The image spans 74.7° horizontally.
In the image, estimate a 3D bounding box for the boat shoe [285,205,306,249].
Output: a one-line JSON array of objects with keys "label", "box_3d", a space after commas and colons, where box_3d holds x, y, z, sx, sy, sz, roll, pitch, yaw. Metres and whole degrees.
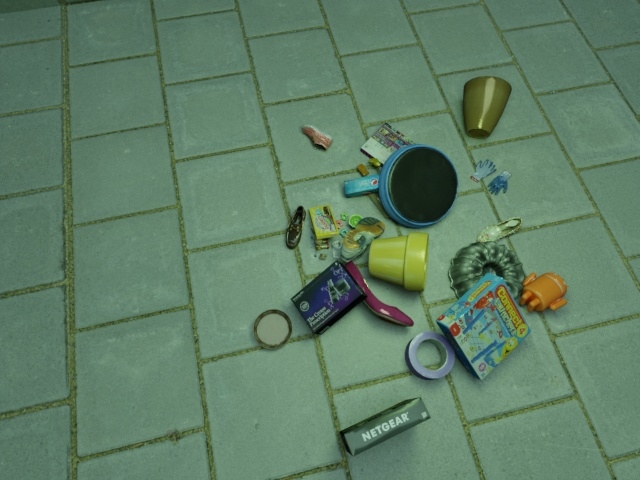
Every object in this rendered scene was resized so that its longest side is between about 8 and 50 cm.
[{"label": "boat shoe", "box_3d": [-0.117, -0.064, 1.946, 0.073, 0.073, 0.207, 11, 69, 2]}]

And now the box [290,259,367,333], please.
[{"label": "box", "box_3d": [0.035, 0.238, 1.755, 0.261, 0.103, 0.184, -41, 65, 7]}]

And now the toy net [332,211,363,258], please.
[{"label": "toy net", "box_3d": [0.104, -0.029, 1.951, 0.121, 0.045, 0.232, 26, 69, 8]}]

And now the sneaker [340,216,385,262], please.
[{"label": "sneaker", "box_3d": [0.182, -0.006, 1.903, 0.111, 0.131, 0.296, 39, 43, 21]}]

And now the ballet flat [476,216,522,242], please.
[{"label": "ballet flat", "box_3d": [0.844, -0.053, 1.968, 0.240, 0.077, 0.091, -26, 71, -11]}]

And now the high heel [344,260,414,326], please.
[{"label": "high heel", "box_3d": [0.246, 0.227, 1.802, 0.376, 0.127, 0.182, 25, 76, 10]}]

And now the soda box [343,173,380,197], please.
[{"label": "soda box", "box_3d": [0.221, -0.263, 2.012, 0.209, 0.067, 0.071, -10, 75, 10]}]

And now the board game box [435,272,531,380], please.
[{"label": "board game box", "box_3d": [0.661, 0.346, 1.690, 0.301, 0.086, 0.308, -39, 110, -10]}]

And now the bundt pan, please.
[{"label": "bundt pan", "box_3d": [0.744, 0.148, 1.841, 0.329, 0.124, 0.332, 1, 73, -3]}]

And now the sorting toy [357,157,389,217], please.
[{"label": "sorting toy", "box_3d": [0.328, -0.284, 2.055, 0.229, 0.041, 0.307, -35, 72, 0]}]

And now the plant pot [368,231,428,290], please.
[{"label": "plant pot", "box_3d": [0.339, 0.083, 1.818, 0.238, 0.254, 0.254, 5, 66, 17]}]

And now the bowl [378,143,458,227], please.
[{"label": "bowl", "box_3d": [0.463, -0.253, 1.948, 0.390, 0.077, 0.392, -1, 94, -13]}]

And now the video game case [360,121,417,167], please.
[{"label": "video game case", "box_3d": [0.357, -0.467, 2.142, 0.232, 0.042, 0.210, 39, 74, 13]}]

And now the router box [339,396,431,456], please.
[{"label": "router box", "box_3d": [0.229, 0.684, 1.552, 0.308, 0.243, 0.081, -21, 69, -10]}]

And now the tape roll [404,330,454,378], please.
[{"label": "tape roll", "box_3d": [0.450, 0.475, 1.734, 0.188, 0.080, 0.189, 0, 68, -1]}]

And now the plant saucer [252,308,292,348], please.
[{"label": "plant saucer", "box_3d": [-0.202, 0.377, 1.782, 0.168, 0.029, 0.169, 0, 67, -1]}]

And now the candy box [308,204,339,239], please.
[{"label": "candy box", "box_3d": [0.014, -0.087, 1.941, 0.105, 0.027, 0.206, -12, 44, -5]}]

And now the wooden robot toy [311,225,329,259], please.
[{"label": "wooden robot toy", "box_3d": [0.000, 0.000, 1.918, 0.076, 0.079, 0.174, -9, 68, -5]}]

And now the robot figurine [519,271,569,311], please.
[{"label": "robot figurine", "box_3d": [0.973, 0.221, 1.831, 0.219, 0.158, 0.128, -29, 106, -13]}]

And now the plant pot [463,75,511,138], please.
[{"label": "plant pot", "box_3d": [0.837, -0.667, 2.165, 0.236, 0.237, 0.255, 13, 83, 4]}]

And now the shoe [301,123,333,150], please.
[{"label": "shoe", "box_3d": [-0.028, -0.524, 2.143, 0.177, 0.064, 0.081, 27, 64, 5]}]

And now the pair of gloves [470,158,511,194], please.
[{"label": "pair of gloves", "box_3d": [0.862, -0.319, 2.110, 0.198, 0.023, 0.159, 41, 74, 15]}]
